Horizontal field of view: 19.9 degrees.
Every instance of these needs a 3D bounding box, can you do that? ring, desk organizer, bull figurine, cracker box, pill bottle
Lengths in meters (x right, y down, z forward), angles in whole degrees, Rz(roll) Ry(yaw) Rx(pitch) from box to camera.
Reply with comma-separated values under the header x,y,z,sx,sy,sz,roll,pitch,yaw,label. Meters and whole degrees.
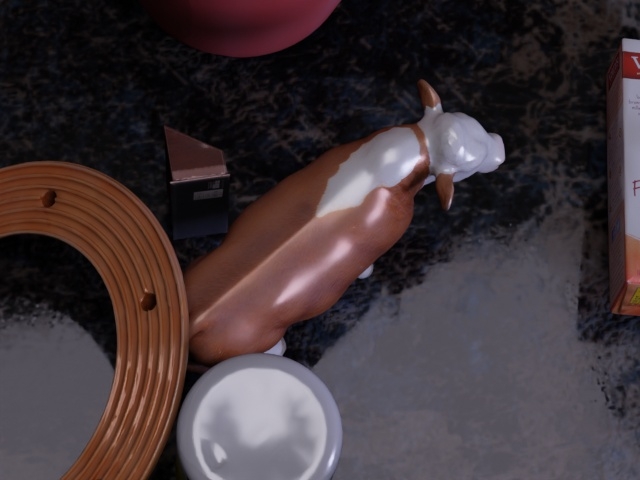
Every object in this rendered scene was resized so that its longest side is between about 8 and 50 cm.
x,y,z,sx,sy,sz,roll,pitch,yaw,label
-0.235,0.102,1.371,0.336,0.032,0.337,-11,67,28,ring
-0.100,-0.048,1.456,0.047,0.130,0.050,-8,71,-7,desk organizer
0.000,0.000,1.419,0.310,0.188,0.101,-34,79,-14,bull figurine
0.320,-0.049,1.510,0.155,0.067,0.232,5,63,-3,cracker box
-0.049,0.161,1.349,0.117,0.215,0.117,1,73,-4,pill bottle

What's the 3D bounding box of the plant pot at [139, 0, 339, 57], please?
x,y,z,sx,sy,sz,roll,pitch,yaw,label
-0.063,-0.283,1.474,0.274,0.243,0.275,1,73,-5,plant pot
